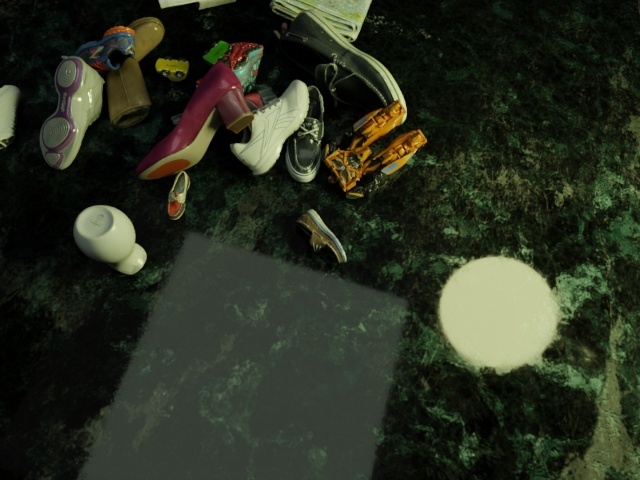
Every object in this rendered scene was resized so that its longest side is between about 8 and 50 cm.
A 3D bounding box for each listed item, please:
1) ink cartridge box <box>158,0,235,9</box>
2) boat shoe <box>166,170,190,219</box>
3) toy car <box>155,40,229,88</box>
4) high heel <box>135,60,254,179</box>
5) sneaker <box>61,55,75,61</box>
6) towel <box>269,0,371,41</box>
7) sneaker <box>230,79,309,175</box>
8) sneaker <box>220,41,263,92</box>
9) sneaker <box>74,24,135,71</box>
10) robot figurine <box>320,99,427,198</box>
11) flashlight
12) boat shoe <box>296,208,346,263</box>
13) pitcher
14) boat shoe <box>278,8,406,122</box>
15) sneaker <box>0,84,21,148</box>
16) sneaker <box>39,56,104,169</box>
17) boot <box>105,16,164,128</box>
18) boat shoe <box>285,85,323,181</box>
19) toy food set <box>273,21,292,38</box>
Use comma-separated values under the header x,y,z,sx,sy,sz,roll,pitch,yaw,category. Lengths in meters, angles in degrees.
x,y,z,sx,sy,sz,roll,pitch,yaw,category
-0.447,-0.920,1.489,0.261,0.066,0.297,-21,98,-16,ink cartridge box
-0.392,-0.124,1.248,0.049,0.043,0.137,13,68,-4,boat shoe
-0.357,-0.534,1.415,0.239,0.053,0.225,34,67,7,toy car
-0.368,-0.317,1.239,0.377,0.127,0.181,-29,81,5,high heel
-0.732,-0.557,1.388,0.098,0.038,0.069,19,65,-9,sneaker
0.025,-0.877,1.584,0.320,0.090,0.375,20,64,-2,towel
-0.137,-0.332,1.271,0.129,0.111,0.297,34,83,-31,sneaker
-0.245,-0.529,1.404,0.104,0.125,0.262,10,41,6,sneaker
-0.612,-0.518,1.285,0.221,0.083,0.087,-22,81,24,sneaker
0.137,-0.252,1.280,0.291,0.085,0.211,-35,85,14,robot figurine
-0.270,-0.356,1.334,0.304,0.103,0.103,-24,35,-12,flashlight
0.000,0.000,1.240,0.066,0.066,0.183,-32,65,-13,boat shoe
-0.530,-0.009,1.095,0.177,0.207,0.126,21,66,3,pitcher
0.061,-0.509,1.395,0.156,0.187,0.500,-40,75,-12,boat shoe
-0.884,-0.321,1.254,0.094,0.090,0.235,23,70,-11,sneaker
-0.672,-0.339,1.265,0.114,0.152,0.305,16,90,10,sneaker
-0.535,-0.491,1.336,0.236,0.089,0.270,-26,69,16,boot
-0.038,-0.321,1.340,0.108,0.102,0.301,10,67,-3,boat shoe
-0.093,-0.719,1.542,0.122,0.019,0.078,-29,74,-17,toy food set
